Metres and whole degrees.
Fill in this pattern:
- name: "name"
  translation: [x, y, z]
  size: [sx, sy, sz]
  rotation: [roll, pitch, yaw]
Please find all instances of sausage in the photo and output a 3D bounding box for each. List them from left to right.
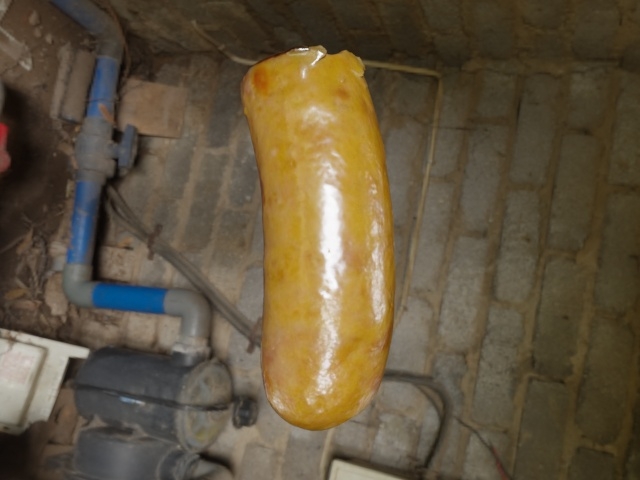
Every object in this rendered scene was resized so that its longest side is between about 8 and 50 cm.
- name: "sausage"
  translation: [0.002, 0.000, 0.462]
  size: [0.109, 0.109, 0.270]
  rotation: [-1, 88, -69]
